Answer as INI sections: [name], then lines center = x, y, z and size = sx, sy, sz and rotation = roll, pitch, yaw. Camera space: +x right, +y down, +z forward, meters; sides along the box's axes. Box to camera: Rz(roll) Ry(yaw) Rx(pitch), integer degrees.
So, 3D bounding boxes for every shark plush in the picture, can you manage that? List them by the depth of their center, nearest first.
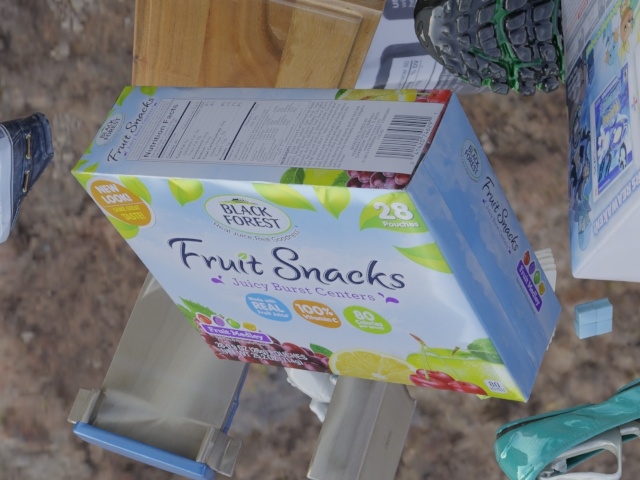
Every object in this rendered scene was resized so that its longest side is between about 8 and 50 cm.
[shark plush]
center = -0.012, 0.149, 1.670
size = 0.161, 0.067, 0.073
rotation = 28, 124, 17

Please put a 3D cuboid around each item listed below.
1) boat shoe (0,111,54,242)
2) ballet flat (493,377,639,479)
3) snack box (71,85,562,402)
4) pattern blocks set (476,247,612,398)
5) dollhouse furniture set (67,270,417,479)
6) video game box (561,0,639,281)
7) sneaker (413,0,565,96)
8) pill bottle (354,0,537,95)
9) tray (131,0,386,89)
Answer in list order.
[boat shoe]
center = -0.381, -0.076, 1.806
size = 0.083, 0.065, 0.183
rotation = -23, 144, -36
[ballet flat]
center = 0.296, 0.190, 1.416
size = 0.247, 0.087, 0.083
rotation = -21, 154, 3
[snack box]
center = 0.000, 0.000, 0.755
size = 0.207, 0.070, 0.174
rotation = 4, 143, 33
[pattern blocks set]
center = 0.205, 0.090, 1.762
size = 0.325, 0.026, 0.285
rotation = -22, 130, 0
[dollhouse furniture set]
center = -0.060, 0.117, 1.449
size = 0.303, 0.286, 0.198
rotation = 15, 163, 14
[video game box]
center = 0.157, -0.101, 0.633
size = 0.048, 0.187, 0.205
rotation = 6, 159, -6
[sneaker]
center = 0.189, -0.225, 1.064
size = 0.343, 0.146, 0.134
rotation = -34, 146, -30
[pill bottle]
center = 0.085, -0.255, 1.598
size = 0.361, 0.204, 0.204
rotation = -7, 125, -22
[tray]
center = -0.071, -0.162, 1.338
size = 0.202, 0.076, 0.411
rotation = 13, 157, -4
